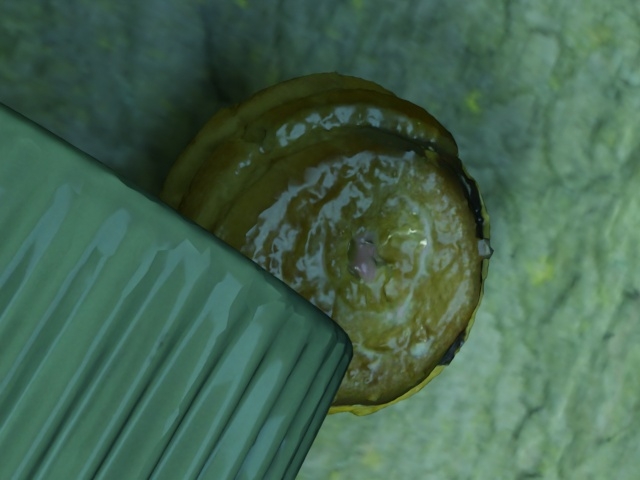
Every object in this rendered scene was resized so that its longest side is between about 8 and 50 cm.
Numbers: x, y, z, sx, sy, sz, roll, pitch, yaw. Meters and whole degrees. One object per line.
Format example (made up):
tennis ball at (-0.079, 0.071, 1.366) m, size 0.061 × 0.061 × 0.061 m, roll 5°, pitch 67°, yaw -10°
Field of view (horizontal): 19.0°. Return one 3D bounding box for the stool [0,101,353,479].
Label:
stool at (-0.173, 0.117, 0.762) m, size 0.297 × 0.297 × 0.330 m, roll 36°, pitch 83°, yaw -42°

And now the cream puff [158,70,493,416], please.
cream puff at (0.000, 0.000, 0.986) m, size 0.189 × 0.129 × 0.189 m, roll -9°, pitch 109°, yaw -28°
